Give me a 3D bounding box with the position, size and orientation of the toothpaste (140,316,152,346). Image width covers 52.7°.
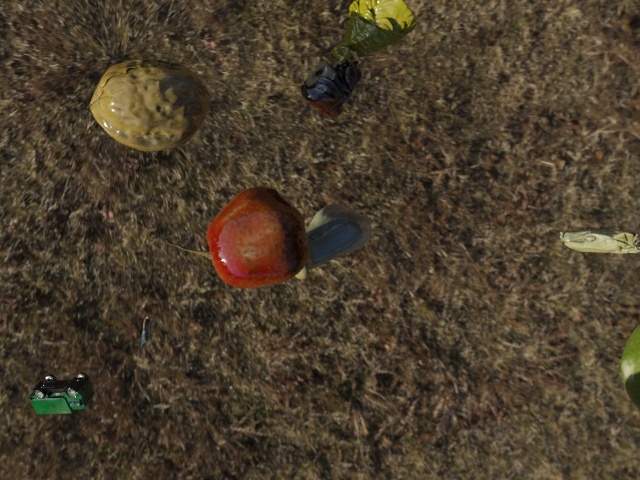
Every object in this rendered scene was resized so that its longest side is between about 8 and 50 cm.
[{"bbox_3d":[-0.379,0.196,1.403,0.019,0.083,0.027,33,118,-27],"label":"toothpaste"}]

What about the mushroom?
[{"bbox_3d":[0.000,0.000,1.644,0.329,0.159,0.122,-30,118,-46],"label":"mushroom"}]

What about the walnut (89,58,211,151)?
[{"bbox_3d":[-0.354,-0.283,1.352,0.245,0.198,0.198,-4,106,-14],"label":"walnut"}]

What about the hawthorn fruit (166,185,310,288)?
[{"bbox_3d":[-0.123,0.009,1.017,0.203,0.163,0.162,-27,112,-24],"label":"hawthorn fruit"}]

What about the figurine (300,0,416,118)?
[{"bbox_3d":[0.069,-0.463,1.595,0.315,0.187,0.168,-49,144,4],"label":"figurine"}]

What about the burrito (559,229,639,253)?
[{"bbox_3d":[0.554,0.003,1.276,0.041,0.149,0.055,-60,137,-38],"label":"burrito"}]

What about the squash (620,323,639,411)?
[{"bbox_3d":[0.648,0.237,1.057,0.310,0.309,0.310,2,66,-4],"label":"squash"}]

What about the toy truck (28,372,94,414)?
[{"bbox_3d":[-0.620,0.369,1.554,0.147,0.065,0.079,-7,118,15],"label":"toy truck"}]
